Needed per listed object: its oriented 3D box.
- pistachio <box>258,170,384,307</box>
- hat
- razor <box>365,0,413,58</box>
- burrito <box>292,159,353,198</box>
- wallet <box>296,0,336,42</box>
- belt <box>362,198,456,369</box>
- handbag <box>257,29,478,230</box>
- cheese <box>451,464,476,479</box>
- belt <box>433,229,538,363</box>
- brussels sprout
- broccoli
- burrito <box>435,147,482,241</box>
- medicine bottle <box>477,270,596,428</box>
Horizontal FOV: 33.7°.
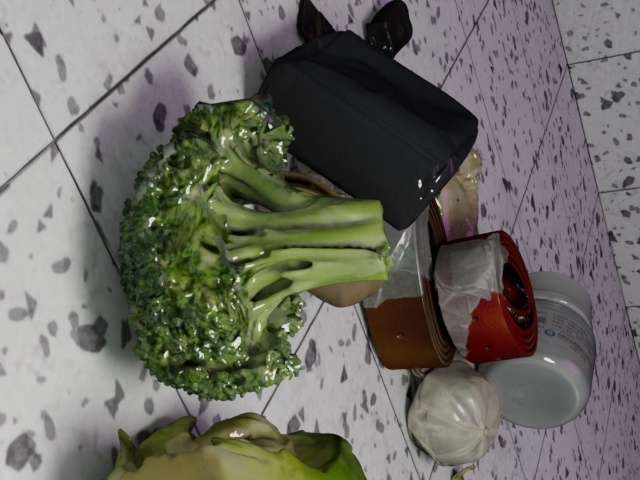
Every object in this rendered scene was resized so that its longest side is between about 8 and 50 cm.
[{"bbox_3d":[0.000,0.000,1.537,0.238,0.153,0.137,42,29,-15],"label":"pistachio"},{"bbox_3d":[0.259,0.287,1.973,0.275,0.161,0.232,-74,150,-45],"label":"hat"},{"bbox_3d":[0.129,-0.393,1.993,0.148,0.054,0.090,-56,132,-53],"label":"razor"},{"bbox_3d":[0.021,-0.074,1.684,0.203,0.064,0.064,36,52,-56],"label":"burrito"},{"bbox_3d":[0.004,-0.338,1.765,0.157,0.018,0.082,42,47,-52],"label":"wallet"},{"bbox_3d":[0.148,0.061,1.847,0.217,0.122,0.338,-34,116,-64],"label":"belt"},{"bbox_3d":[0.068,-0.166,1.585,0.178,0.302,0.275,-59,173,26],"label":"handbag"},{"bbox_3d":[0.284,0.477,2.099,0.060,0.041,0.084,-35,127,-53],"label":"cheese"},{"bbox_3d":[0.297,0.098,1.886,0.324,0.115,0.227,39,44,-58],"label":"belt"},{"bbox_3d":[-0.075,0.335,1.134,0.371,0.276,0.314,26,57,-59],"label":"brussels sprout"},{"bbox_3d":[-0.082,0.014,1.226,0.249,0.302,0.375,114,-18,-59],"label":"broccoli"},{"bbox_3d":[0.242,-0.028,2.036,0.175,0.107,0.347,-8,99,-37],"label":"burrito"},{"bbox_3d":[0.489,0.237,2.348,0.245,0.245,0.306,67,30,-30],"label":"medicine bottle"}]
